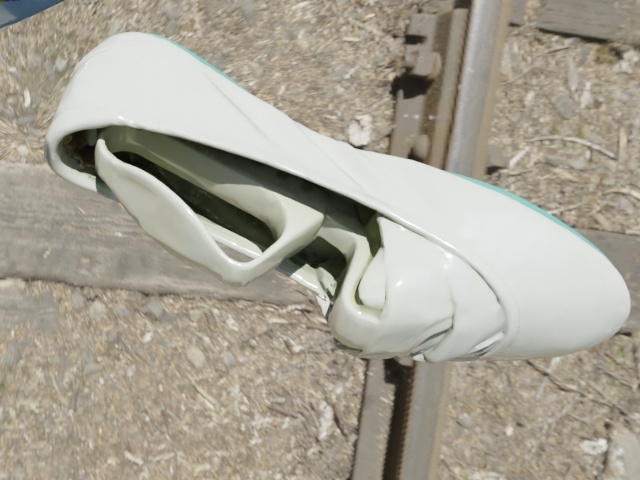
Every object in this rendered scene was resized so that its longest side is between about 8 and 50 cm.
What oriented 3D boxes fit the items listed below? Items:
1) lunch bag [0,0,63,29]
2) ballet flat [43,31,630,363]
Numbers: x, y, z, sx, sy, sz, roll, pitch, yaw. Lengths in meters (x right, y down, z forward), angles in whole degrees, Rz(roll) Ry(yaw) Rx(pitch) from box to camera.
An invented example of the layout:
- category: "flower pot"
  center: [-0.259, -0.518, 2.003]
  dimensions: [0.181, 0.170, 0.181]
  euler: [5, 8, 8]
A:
- category: "lunch bag"
  center: [-0.224, -0.070, 0.226]
  dimensions: [0.220, 0.293, 0.138]
  euler: [-14, 112, 20]
- category: "ballet flat"
  center: [0.000, 0.000, 0.574]
  dimensions: [0.400, 0.139, 0.139]
  euler: [27, 87, 4]
